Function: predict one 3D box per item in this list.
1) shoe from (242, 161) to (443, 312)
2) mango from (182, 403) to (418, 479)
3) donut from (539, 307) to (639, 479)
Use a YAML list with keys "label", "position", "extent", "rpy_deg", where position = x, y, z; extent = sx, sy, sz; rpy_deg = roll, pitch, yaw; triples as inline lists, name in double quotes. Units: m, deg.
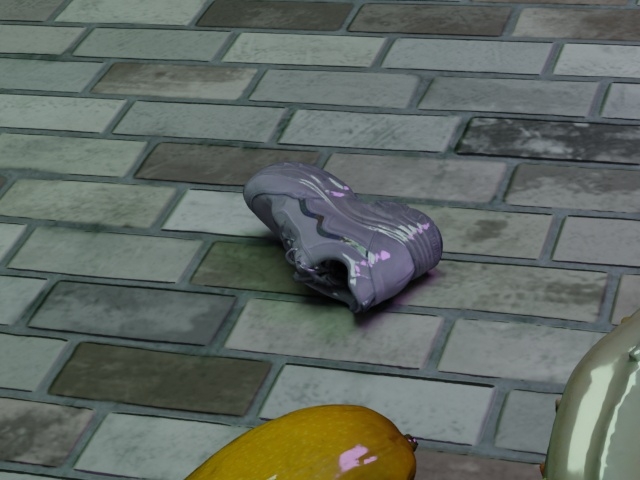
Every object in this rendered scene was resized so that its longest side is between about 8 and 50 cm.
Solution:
- label: "shoe"
  position: [0.000, 0.000, 1.673]
  extent: [0.245, 0.095, 0.137]
  rpy_deg: [22, 42, 28]
- label: "mango"
  position: [-0.065, 0.261, 1.275]
  extent: [0.359, 0.144, 0.187]
  rpy_deg: [-37, 31, -25]
- label: "donut"
  position: [0.332, 0.211, 1.132]
  extent: [0.382, 0.142, 0.383]
  rpy_deg: [5, 67, -12]
